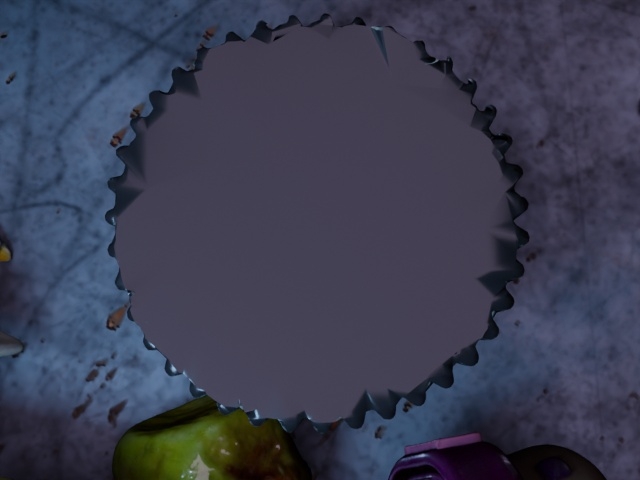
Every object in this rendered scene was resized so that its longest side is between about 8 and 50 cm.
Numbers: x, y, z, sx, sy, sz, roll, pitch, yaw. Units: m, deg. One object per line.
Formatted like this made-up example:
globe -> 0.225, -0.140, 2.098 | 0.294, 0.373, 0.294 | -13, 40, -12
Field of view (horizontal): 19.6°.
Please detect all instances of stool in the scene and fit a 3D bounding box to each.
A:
stool -> 0.000, 0.000, 1.441 | 0.297, 0.330, 0.297 | 0, 85, 1

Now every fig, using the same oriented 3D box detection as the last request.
fig -> -0.093, 0.192, 1.532 | 0.165, 0.144, 0.154 | 12, 122, 11

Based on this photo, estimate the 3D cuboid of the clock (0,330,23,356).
clock -> -0.409, 0.068, 1.491 | 0.324, 0.265, 0.109 | 20, 107, -1

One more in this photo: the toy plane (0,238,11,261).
toy plane -> -0.393, -0.080, 1.569 | 0.316, 0.204, 0.103 | 25, 85, -16

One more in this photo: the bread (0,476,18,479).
bread -> -0.223, 0.345, 1.432 | 0.370, 0.191, 0.314 | 14, 87, 15

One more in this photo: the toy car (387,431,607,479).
toy car -> 0.192, 0.311, 1.463 | 0.240, 0.271, 0.341 | -10, 84, -17
